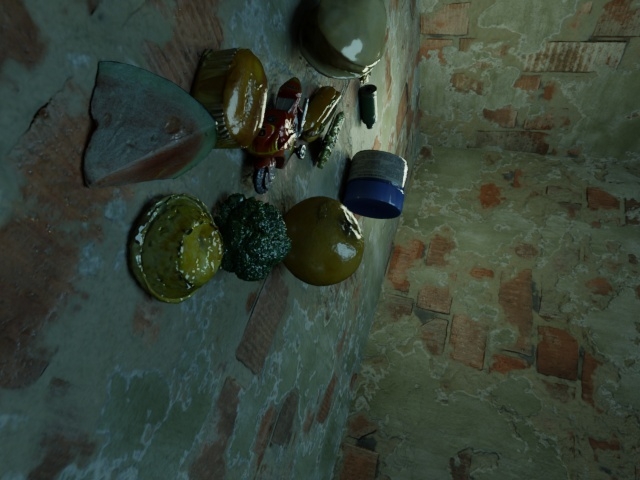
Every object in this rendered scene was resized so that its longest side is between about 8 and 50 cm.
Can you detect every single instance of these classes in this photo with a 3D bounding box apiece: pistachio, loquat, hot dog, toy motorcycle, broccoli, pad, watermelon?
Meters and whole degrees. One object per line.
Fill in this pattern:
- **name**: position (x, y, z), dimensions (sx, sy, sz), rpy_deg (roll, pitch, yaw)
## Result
- **pistachio**: position (0.068, -0.576, 1.210), dimensions (0.229, 0.238, 0.321), rpy_deg (-39, -169, 49)
- **loquat**: position (0.000, 0.000, 1.251), dimensions (0.263, 0.262, 0.263), rpy_deg (10, 90, -71)
- **hot dog**: position (0.002, -0.395, 1.340), dimensions (0.100, 0.068, 0.250), rpy_deg (80, 27, -46)
- **toy motorcycle**: position (-0.103, -0.256, 1.067), dimensions (0.171, 0.089, 0.298), rpy_deg (74, 31, -51)
- **broccoli**: position (-0.160, -0.006, 0.959), dimensions (0.195, 0.156, 0.196), rpy_deg (-8, 107, -29)
- **pad**: position (0.019, -0.345, 1.418), dimensions (0.112, 0.003, 0.157), rpy_deg (121, -8, -78)
- **watermelon**: position (-0.279, -0.160, 0.681), dimensions (0.202, 0.136, 0.207), rpy_deg (-22, 160, -26)

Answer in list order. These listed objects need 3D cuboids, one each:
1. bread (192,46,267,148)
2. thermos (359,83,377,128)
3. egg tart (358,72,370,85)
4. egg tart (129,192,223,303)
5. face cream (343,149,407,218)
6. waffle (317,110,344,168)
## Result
- **bread**: position (-0.172, -0.273, 0.840), dimensions (0.132, 0.114, 0.191), rpy_deg (23, 73, -68)
- **thermos**: position (0.204, -0.566, 1.857), dimensions (0.073, 0.083, 0.188), rpy_deg (-43, 146, -26)
- **egg tart**: position (0.115, -0.664, 1.475), dimensions (0.291, 0.106, 0.291), rpy_deg (-1, 90, -77)
- **egg tart**: position (-0.245, 0.017, 0.794), dimensions (0.212, 0.090, 0.213), rpy_deg (8, 90, -68)
- **face cream**: position (0.234, -0.233, 1.818), dimensions (0.249, 0.248, 0.225), rpy_deg (45, 56, -67)
- **waffle**: position (0.035, -0.332, 1.431), dimensions (0.169, 0.036, 0.184), rpy_deg (113, -2, -53)
